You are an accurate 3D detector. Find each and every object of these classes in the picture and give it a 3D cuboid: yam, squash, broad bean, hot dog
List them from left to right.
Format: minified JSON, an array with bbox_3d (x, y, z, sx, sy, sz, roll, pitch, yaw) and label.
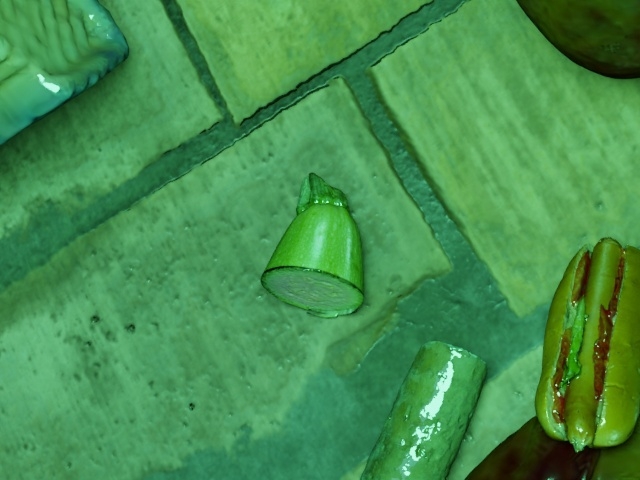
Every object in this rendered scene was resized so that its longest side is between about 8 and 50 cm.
[{"bbox_3d":[0.005,-0.005,1.192,0.105,0.105,0.132,3,61,19],"label":"squash"},{"bbox_3d":[0.091,0.182,1.121,0.078,0.078,0.179,20,85,21],"label":"yam"},{"bbox_3d":[0.201,0.235,1.051,0.228,0.122,0.156,-38,44,1],"label":"broad bean"},{"bbox_3d":[0.238,0.088,1.045,0.092,0.062,0.236,5,45,15],"label":"hot dog"}]

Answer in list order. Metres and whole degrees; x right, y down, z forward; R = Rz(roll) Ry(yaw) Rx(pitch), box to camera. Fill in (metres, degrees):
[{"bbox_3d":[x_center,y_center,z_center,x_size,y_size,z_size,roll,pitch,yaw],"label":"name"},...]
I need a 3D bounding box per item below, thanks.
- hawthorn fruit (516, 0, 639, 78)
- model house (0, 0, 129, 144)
[{"bbox_3d":[0.277,-0.284,1.035,0.308,0.324,0.308,7,100,41],"label":"hawthorn fruit"},{"bbox_3d":[-0.458,-0.239,1.251,0.395,0.400,0.445,-33,62,23],"label":"model house"}]
